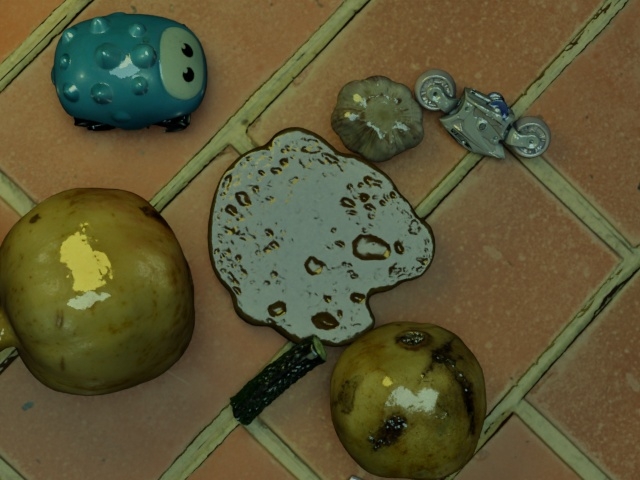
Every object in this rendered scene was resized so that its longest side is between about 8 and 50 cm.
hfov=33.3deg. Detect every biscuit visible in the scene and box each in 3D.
[{"bbox_3d":[0.000,0.000,1.788,0.381,0.074,0.359,10,91,-5],"label":"biscuit"}]

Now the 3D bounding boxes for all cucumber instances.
[{"bbox_3d":[-0.069,0.226,1.752,0.187,0.058,0.058,-41,90,13],"label":"cucumber"}]

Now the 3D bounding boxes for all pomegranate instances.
[{"bbox_3d":[0.139,0.254,1.710,0.260,0.260,0.260,0,86,-5],"label":"pomegranate"},{"bbox_3d":[-0.361,0.085,1.628,0.342,0.342,0.342,0,86,-5],"label":"pomegranate"}]

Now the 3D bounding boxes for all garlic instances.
[{"bbox_3d":[0.093,-0.205,1.802,0.159,0.102,0.147,4,87,-11],"label":"garlic"}]

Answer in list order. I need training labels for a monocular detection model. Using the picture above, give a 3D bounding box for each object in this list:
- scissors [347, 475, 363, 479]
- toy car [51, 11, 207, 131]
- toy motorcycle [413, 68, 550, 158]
[{"bbox_3d":[0.117,0.467,1.794,0.212,0.021,0.110,14,81,-4],"label":"scissors"},{"bbox_3d":[-0.310,-0.278,1.729,0.255,0.190,0.188,0,85,-7],"label":"toy car"},{"bbox_3d":[0.271,-0.204,1.829,0.254,0.112,0.112,25,84,-4],"label":"toy motorcycle"}]
